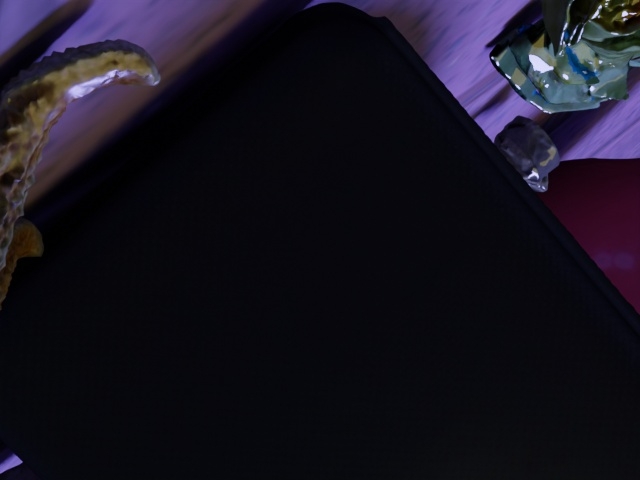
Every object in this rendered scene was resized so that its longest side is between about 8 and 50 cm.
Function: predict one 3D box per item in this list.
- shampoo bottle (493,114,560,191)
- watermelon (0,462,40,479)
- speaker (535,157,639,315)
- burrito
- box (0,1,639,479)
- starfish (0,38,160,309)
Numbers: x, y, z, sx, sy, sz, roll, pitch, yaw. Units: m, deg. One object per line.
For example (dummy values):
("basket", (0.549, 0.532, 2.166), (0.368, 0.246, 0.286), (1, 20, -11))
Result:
("shampoo bottle", (0.029, 0.017, 0.940), (0.208, 0.057, 0.063), (-39, 171, -11))
("watermelon", (0.000, 0.145, 0.787), (0.293, 0.283, 0.250), (-3, 162, 32))
("speaker", (0.175, 0.084, 1.215), (0.294, 0.294, 0.294), (-40, 171, -7))
("burrito", (0.129, -0.094, 0.854), (0.104, 0.054, 0.288), (-41, 173, 13))
("box", (0.021, 0.060, 0.580), (0.160, 0.230, 0.050), (-41, -164, 1))
("starfish", (-0.116, 0.028, 0.432), (0.208, 0.053, 0.176), (-45, 163, -15))
